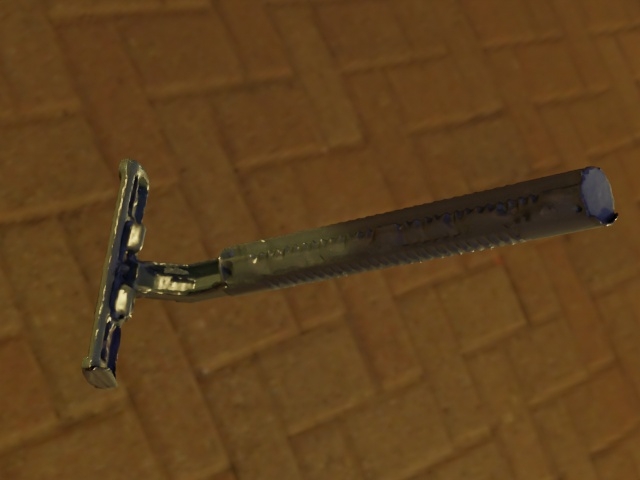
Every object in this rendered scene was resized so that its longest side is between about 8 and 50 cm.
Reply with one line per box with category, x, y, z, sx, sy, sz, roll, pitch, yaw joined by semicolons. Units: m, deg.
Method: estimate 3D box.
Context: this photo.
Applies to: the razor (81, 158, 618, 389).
razor;0.005;0.003;0.562;0.036;0.211;0.084;30;60;-47
